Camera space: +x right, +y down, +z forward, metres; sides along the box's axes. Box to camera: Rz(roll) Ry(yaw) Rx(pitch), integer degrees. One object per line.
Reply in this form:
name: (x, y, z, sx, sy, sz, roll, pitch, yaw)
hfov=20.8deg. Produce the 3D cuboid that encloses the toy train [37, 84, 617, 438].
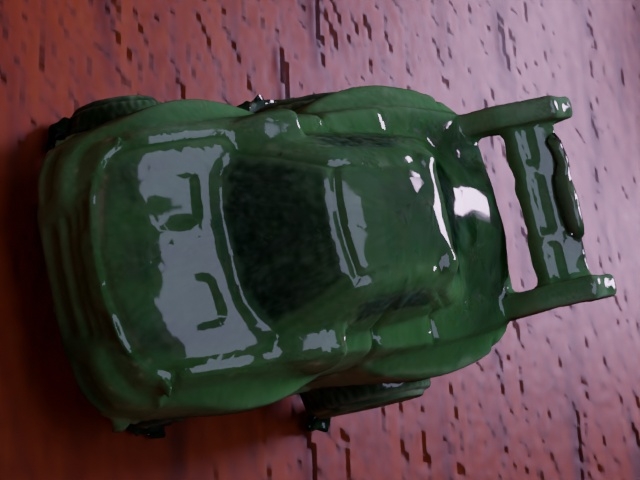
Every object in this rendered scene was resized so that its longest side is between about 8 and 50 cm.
toy train: (0.000, 0.000, 0.464, 0.149, 0.081, 0.099, -4, 80, -47)
